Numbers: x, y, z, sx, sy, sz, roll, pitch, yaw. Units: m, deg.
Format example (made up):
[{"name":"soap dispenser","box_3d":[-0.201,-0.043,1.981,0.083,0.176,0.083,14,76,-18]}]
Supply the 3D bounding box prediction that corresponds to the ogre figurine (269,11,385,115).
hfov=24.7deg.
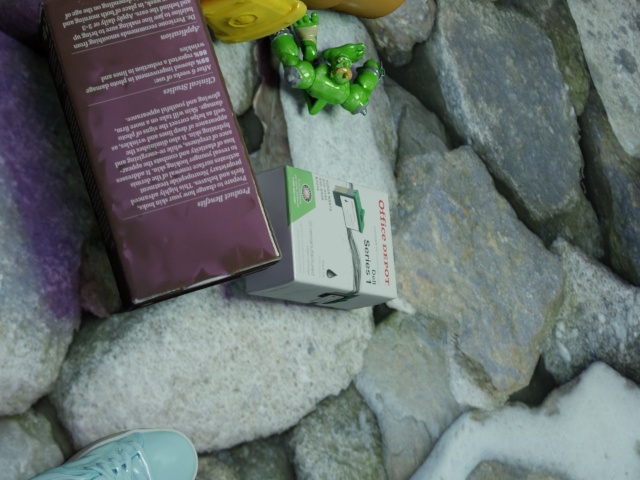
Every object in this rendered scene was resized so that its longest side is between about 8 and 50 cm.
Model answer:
[{"name":"ogre figurine","box_3d":[0.009,-0.244,2.083,0.197,0.097,0.118,39,35,-42]}]

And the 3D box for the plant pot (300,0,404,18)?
[{"name":"plant pot","box_3d":[0.037,-0.412,2.102,0.188,0.205,0.205,21,62,-51]}]

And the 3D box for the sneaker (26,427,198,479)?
[{"name":"sneaker","box_3d":[-0.258,0.305,1.636,0.366,0.150,0.135,-25,93,-42]}]

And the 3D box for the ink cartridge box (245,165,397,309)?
[{"name":"ink cartridge box","box_3d":[0.000,0.000,1.965,0.219,0.092,0.160,11,70,-48]}]

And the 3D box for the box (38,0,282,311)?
[{"name":"box","box_3d":[-0.200,-0.122,1.791,0.191,0.143,0.381,-16,85,-14]}]

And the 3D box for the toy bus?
[{"name":"toy bus","box_3d":[-0.134,-0.390,1.924,0.211,0.149,0.220,8,68,-65]}]
